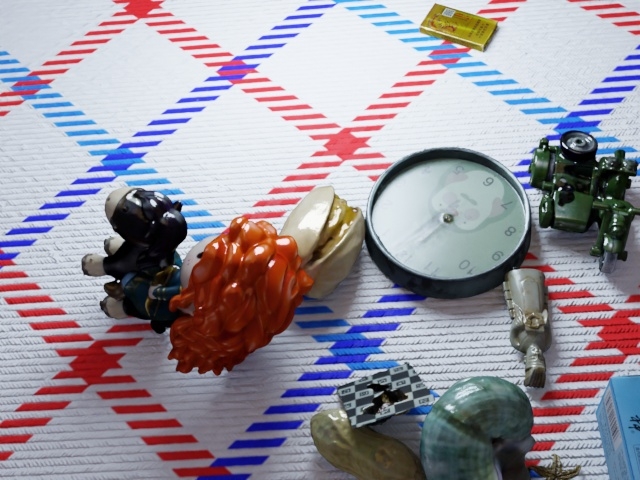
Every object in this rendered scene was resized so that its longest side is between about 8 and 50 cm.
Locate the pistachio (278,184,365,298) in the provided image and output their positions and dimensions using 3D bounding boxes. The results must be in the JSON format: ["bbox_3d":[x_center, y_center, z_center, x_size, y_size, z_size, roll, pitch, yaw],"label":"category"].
[{"bbox_3d":[0.000,0.000,1.640,0.157,0.157,0.229,17,54,16],"label":"pistachio"}]

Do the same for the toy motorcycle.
[{"bbox_3d":[0.486,-0.080,1.647,0.205,0.127,0.275,9,55,8],"label":"toy motorcycle"}]

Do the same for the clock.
[{"bbox_3d":[0.239,-0.040,1.681,0.319,0.066,0.318,-3,57,4],"label":"clock"}]

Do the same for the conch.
[{"bbox_3d":[0.253,0.314,1.387,0.195,0.220,0.277,-43,27,21],"label":"conch"}]

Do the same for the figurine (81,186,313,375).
[{"bbox_3d":[-0.224,0.062,1.527,0.412,0.306,0.241,26,23,22],"label":"figurine"}]

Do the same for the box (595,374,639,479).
[{"bbox_3d":[0.490,0.338,1.356,0.083,0.142,0.232,-5,56,2],"label":"box"}]

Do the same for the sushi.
[{"bbox_3d":[0.107,0.263,1.461,0.139,0.031,0.201,-19,12,-3],"label":"sushi"}]

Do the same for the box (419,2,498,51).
[{"bbox_3d":[0.308,-0.478,1.990,0.156,0.022,0.089,21,59,18],"label":"box"}]

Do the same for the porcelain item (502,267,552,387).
[{"bbox_3d":[0.364,0.151,1.547,0.084,0.054,0.213,2,57,0],"label":"porcelain item"}]

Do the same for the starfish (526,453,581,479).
[{"bbox_3d":[0.377,0.376,1.412,0.091,0.028,0.078,-17,54,-11],"label":"starfish"}]

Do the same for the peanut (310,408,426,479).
[{"bbox_3d":[0.073,0.341,1.425,0.214,0.098,0.090,25,74,23],"label":"peanut"}]
